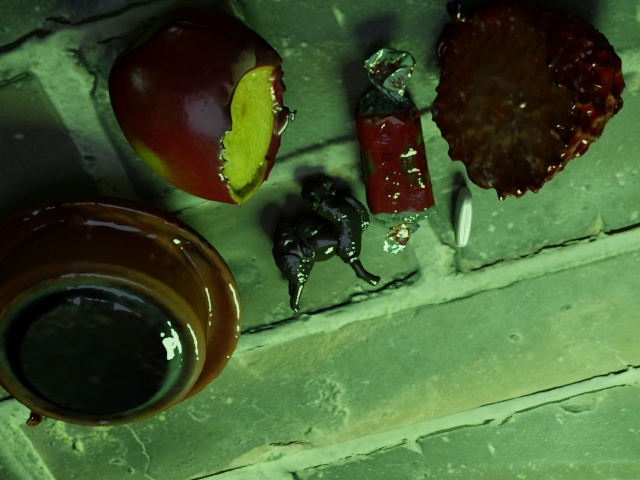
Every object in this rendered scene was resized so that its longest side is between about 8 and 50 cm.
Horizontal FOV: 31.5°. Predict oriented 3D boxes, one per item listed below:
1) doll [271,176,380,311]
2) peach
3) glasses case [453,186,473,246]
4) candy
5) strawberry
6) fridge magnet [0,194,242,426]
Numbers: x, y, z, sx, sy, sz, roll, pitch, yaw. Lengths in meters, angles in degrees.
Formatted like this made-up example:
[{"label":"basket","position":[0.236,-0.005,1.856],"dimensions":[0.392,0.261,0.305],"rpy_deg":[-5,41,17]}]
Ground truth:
[{"label":"doll","position":[0.000,0.000,1.440],"dimensions":[0.139,0.057,0.165],"rpy_deg":[-15,116,10]},{"label":"peach","position":[-0.118,-0.142,1.248],"dimensions":[0.196,0.190,0.226],"rpy_deg":[-38,113,12]},{"label":"glasses case","position":[0.181,-0.030,1.439],"dimensions":[0.021,0.032,0.083],"rpy_deg":[-2,125,-5]},{"label":"candy","position":[0.090,-0.099,1.369],"dimensions":[0.086,0.059,0.292],"rpy_deg":[-8,125,5]},{"label":"strawberry","position":[0.247,-0.170,1.282],"dimensions":[0.178,0.234,0.233],"rpy_deg":[-12,133,-34]},{"label":"fridge magnet","position":[-0.281,0.102,1.436],"dimensions":[0.364,0.155,0.363],"rpy_deg":[-2,126,-3]}]
